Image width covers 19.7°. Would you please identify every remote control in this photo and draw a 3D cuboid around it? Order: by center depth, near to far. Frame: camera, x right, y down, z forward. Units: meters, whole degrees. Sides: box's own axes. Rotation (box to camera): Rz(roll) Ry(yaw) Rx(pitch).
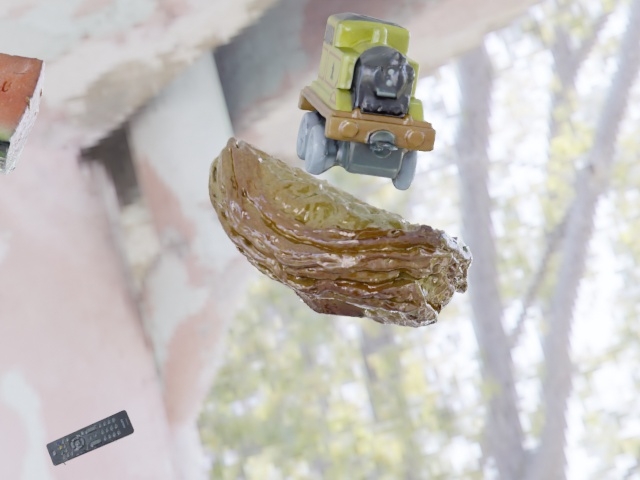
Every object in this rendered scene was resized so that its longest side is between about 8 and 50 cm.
[{"bbox_3d":[-0.238,0.208,1.915,0.091,0.034,0.016,-23,-31,-7],"label":"remote control"}]

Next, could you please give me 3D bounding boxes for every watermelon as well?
[{"bbox_3d":[-0.243,-0.101,1.400,0.094,0.135,0.125,-38,-56,-4],"label":"watermelon"}]

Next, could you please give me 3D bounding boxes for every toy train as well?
[{"bbox_3d":[0.036,-0.114,1.481,0.089,0.127,0.219,7,11,-9],"label":"toy train"}]

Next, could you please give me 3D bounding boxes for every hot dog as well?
[{"bbox_3d":[0.000,0.003,1.648,0.259,0.114,0.175,24,-3,29],"label":"hot dog"}]
